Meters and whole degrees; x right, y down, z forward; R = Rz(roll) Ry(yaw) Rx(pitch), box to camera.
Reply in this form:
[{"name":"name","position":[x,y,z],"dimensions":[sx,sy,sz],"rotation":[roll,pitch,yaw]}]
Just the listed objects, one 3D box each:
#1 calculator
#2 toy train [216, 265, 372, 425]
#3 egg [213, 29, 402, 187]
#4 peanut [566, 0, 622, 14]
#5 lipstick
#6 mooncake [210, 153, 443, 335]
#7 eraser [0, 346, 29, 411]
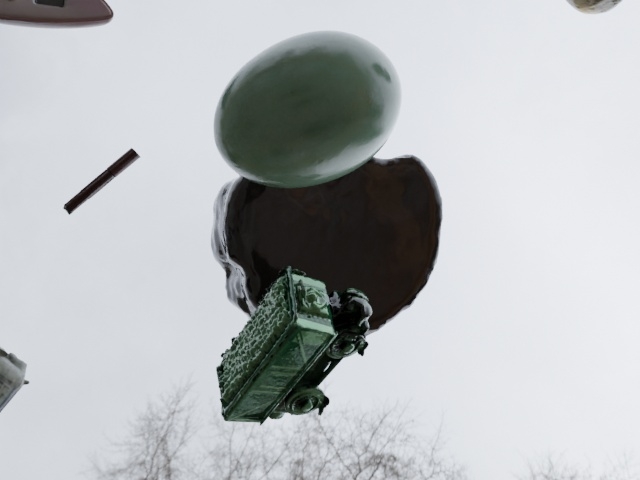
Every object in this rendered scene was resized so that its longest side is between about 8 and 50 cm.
[{"name":"calculator","position":[-0.486,-0.424,0.852],"dimensions":[0.330,0.048,0.219],"rotation":[3,-105,-23]},{"name":"toy train","position":[-0.039,0.157,0.798],"dimensions":[0.155,0.115,0.269],"rotation":[18,-54,-25]},{"name":"egg","position":[-0.013,-0.149,0.652],"dimensions":[0.231,0.168,0.167],"rotation":[-28,-86,-17]},{"name":"peanut","position":[0.316,-0.343,0.683],"dimensions":[0.087,0.207,0.087],"rotation":[-8,-102,43]},{"name":"lipstick","position":[-0.429,-0.116,1.102],"dimensions":[0.176,0.027,0.027],"rotation":[-44,-93,-13]},{"name":"mooncake","position":[0.000,0.000,0.966],"dimensions":[0.382,0.212,0.350],"rotation":[21,-101,-21]},{"name":"eraser","position":[-0.592,0.282,0.808],"dimensions":[0.102,0.332,0.155],"rotation":[10,-36,36]}]
